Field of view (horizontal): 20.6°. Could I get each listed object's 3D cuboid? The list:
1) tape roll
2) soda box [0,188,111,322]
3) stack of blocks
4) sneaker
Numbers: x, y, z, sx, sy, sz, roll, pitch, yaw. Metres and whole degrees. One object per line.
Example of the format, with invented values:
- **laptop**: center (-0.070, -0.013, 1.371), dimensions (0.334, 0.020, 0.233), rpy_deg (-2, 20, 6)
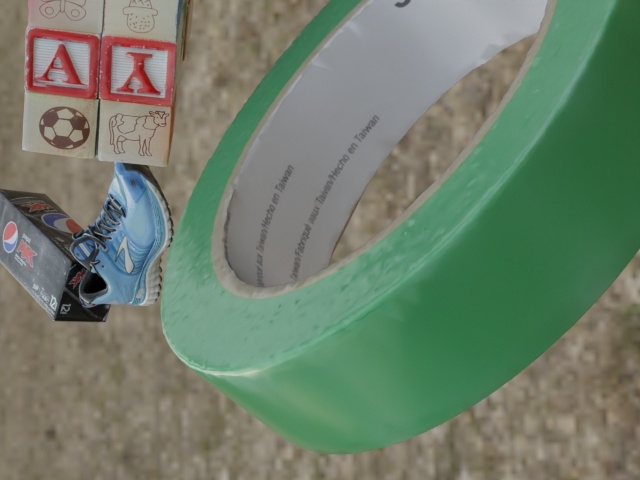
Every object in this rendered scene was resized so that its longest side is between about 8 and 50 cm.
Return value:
- **tape roll**: center (0.053, -0.047, 0.884), dimensions (0.321, 0.077, 0.321), rpy_deg (-38, 27, 24)
- **soda box**: center (-0.241, 0.011, 1.563), dimensions (0.169, 0.053, 0.060), rpy_deg (37, 114, 48)
- **stack of blocks**: center (-0.120, -0.200, 1.105), dimensions (0.297, 0.087, 0.171), rpy_deg (-88, 5, -54)
- **sneaker**: center (-0.165, -0.001, 1.425), dimensions (0.063, 0.073, 0.162), rpy_deg (57, 149, 39)
